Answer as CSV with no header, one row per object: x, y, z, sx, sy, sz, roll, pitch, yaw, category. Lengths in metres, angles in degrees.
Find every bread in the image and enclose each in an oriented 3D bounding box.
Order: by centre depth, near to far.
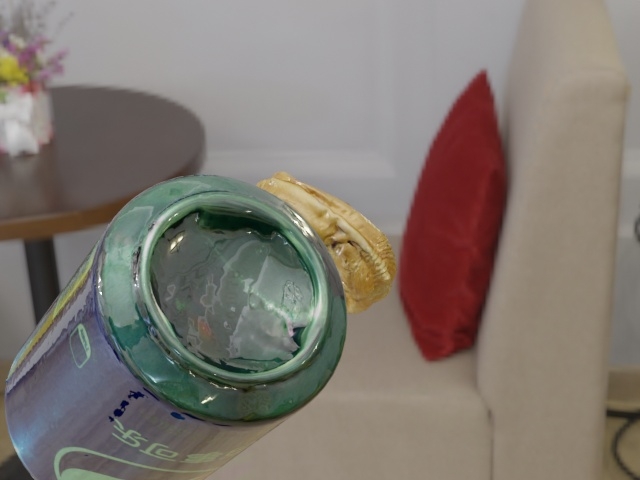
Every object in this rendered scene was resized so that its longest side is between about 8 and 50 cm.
0.000,0.000,0.857,0.110,0.083,0.044,38,70,11,bread

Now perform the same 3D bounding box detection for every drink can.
-0.077,0.058,0.633,0.118,0.118,0.205,-20,-13,-32,drink can
